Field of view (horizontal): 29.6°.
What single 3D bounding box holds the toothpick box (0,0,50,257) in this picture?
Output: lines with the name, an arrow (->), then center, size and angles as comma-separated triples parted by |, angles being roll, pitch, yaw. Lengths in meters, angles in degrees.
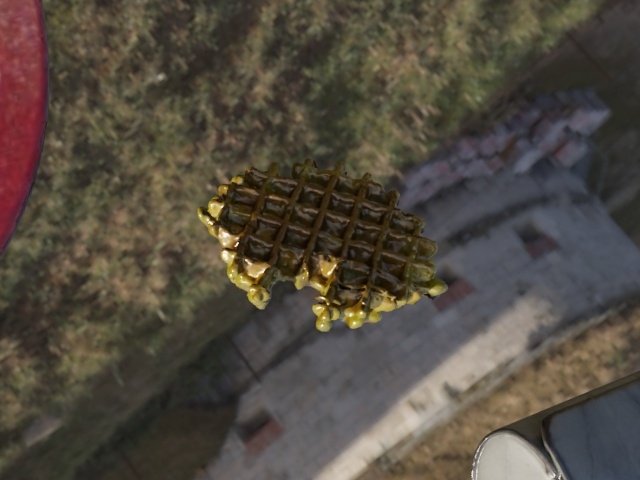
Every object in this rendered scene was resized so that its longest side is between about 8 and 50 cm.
toothpick box -> -0.227, -0.055, 0.453 | 0.204, 0.204, 0.333 | -31, -166, -18

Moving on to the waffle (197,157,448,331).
waffle -> 0.000, 0.000, 1.229 | 0.228, 0.232, 0.051 | -15, 139, -28

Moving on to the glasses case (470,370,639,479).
glasses case -> 0.192, 0.126, 0.662 | 0.060, 0.114, 0.299 | -21, 172, 39
